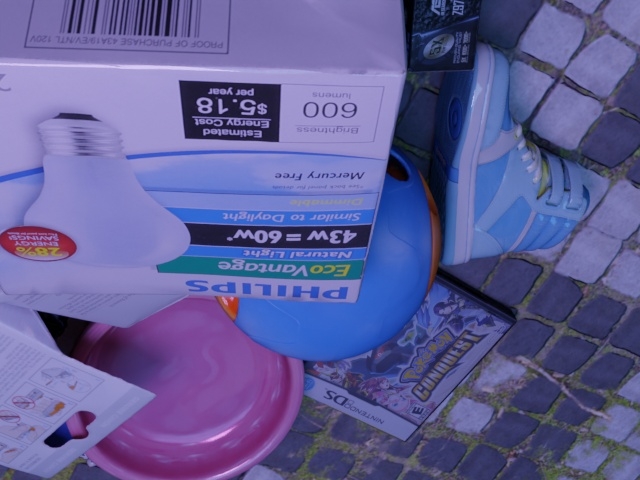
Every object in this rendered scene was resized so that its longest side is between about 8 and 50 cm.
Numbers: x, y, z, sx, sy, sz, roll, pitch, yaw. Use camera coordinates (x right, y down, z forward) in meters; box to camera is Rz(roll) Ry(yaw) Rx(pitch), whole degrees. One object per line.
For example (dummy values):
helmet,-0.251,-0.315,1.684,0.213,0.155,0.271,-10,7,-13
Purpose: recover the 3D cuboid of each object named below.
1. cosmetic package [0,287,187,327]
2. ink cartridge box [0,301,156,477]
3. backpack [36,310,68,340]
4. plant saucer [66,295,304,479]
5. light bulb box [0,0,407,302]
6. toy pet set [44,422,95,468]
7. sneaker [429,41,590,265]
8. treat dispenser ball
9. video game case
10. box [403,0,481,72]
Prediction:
cosmetic package,-0.267,-0.001,1.100,0.183,0.151,0.151,16,150,-39
ink cartridge box,-0.440,0.150,1.191,0.385,0.091,0.308,31,131,-25
backpack,-0.399,0.098,1.228,0.114,0.084,0.105,33,112,-19
plant saucer,-0.190,0.195,1.312,0.332,0.084,0.332,-5,115,-11
light bulb box,-0.125,-0.121,0.812,0.358,0.225,0.361,1,151,-2
toy pet set,-0.343,0.281,1.363,0.114,0.065,0.122,14,117,-18
sneaker,0.255,-0.112,1.201,0.208,0.127,0.319,-4,131,-6
treat dispenser ball,0.000,0.000,1.122,0.288,0.288,0.288,-5,122,-8
video game case,0.113,0.158,1.390,0.248,0.035,0.275,29,112,-24
box,0.124,-0.298,1.047,0.077,0.147,0.180,-3,122,-8
